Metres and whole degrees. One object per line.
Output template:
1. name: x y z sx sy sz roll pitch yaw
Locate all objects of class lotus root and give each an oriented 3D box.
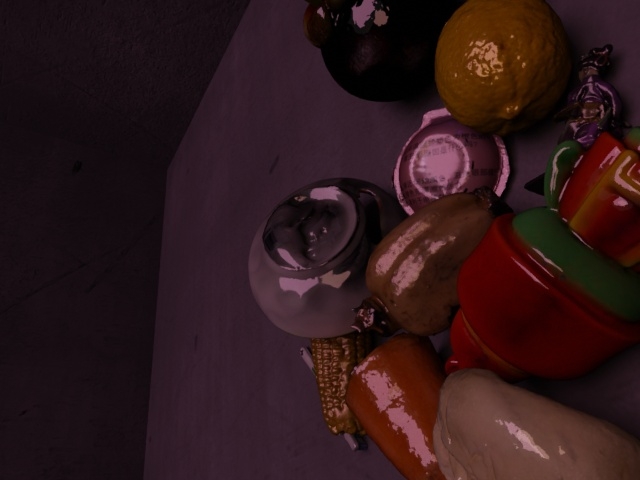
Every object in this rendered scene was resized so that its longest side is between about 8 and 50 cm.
1. lotus root: 0.156 0.039 0.673 0.257 0.140 0.154 -47 59 17

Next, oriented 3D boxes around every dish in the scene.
1. dish: 0.000 0.000 0.860 0.324 0.124 0.324 -13 53 18

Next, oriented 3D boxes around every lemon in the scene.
1. lemon: 0.245 -0.241 0.664 0.180 0.181 0.193 -59 30 27

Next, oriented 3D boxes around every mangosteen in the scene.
1. mangosteen: 0.085 -0.398 0.873 0.275 0.302 0.275 -161 90 -76

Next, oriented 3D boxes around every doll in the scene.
1. doll: 0.245 0.055 0.527 0.183 0.160 0.363 40 130 14

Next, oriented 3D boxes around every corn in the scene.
1. corn: 0.039 0.170 0.900 0.120 0.120 0.363 -41 46 45

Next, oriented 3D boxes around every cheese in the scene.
1. cheese: 0.198 -0.069 0.751 0.189 0.074 0.285 -10 80 36

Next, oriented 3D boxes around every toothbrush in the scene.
1. toothbrush: 0.013 0.301 0.972 0.304 0.030 0.030 46 117 57

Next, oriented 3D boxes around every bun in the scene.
1. bun: 0.211 0.233 0.485 0.145 0.229 0.229 -59 27 -12

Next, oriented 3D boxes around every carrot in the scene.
1. carrot: 0.144 0.252 0.651 0.159 0.159 0.225 -64 36 21

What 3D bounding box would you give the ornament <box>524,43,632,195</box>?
1. ornament: 0.322 -0.142 0.600 0.081 0.088 0.203 116 172 -71
